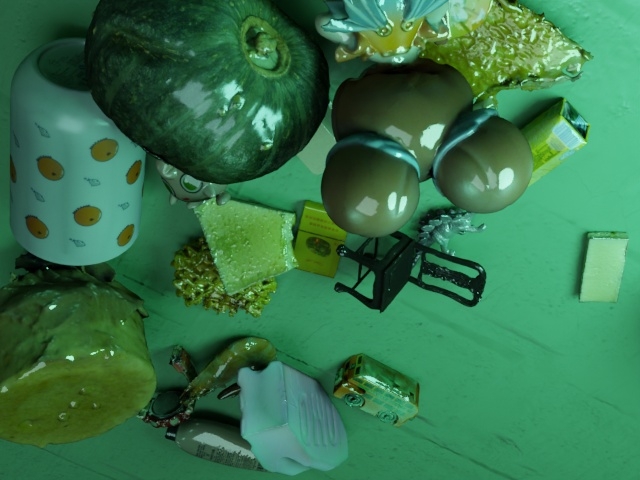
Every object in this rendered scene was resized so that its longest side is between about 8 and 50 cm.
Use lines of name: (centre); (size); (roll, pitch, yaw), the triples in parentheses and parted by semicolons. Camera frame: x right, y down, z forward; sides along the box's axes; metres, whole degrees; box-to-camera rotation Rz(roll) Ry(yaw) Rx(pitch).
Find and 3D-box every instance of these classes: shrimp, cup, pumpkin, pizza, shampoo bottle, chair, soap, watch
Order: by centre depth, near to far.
pumpkin: (-0.154, -0.236, 1.207); (0.257, 0.291, 0.327); (-26, 113, 41)
pizza: (0.224, -0.266, 1.237); (0.297, 0.071, 0.189); (-7, 111, 20)
cup: (-0.376, -0.143, 1.385); (0.212, 0.212, 0.317); (16, 132, -3)
chair: (0.150, 0.063, 1.488); (0.229, 0.113, 0.106); (25, 139, 23)
soap: (-0.050, 0.376, 1.803); (0.109, 0.192, 0.324); (-14, 155, 18)
shrimp: (-0.188, 0.278, 1.808); (0.236, 0.053, 0.133); (-39, 140, 11)
watch: (-0.347, 0.272, 1.851); (0.165, 0.102, 0.268); (-2, 123, 4)
shampoo bottle: (-0.224, 0.457, 1.989); (0.257, 0.078, 0.127); (15, 138, -5)

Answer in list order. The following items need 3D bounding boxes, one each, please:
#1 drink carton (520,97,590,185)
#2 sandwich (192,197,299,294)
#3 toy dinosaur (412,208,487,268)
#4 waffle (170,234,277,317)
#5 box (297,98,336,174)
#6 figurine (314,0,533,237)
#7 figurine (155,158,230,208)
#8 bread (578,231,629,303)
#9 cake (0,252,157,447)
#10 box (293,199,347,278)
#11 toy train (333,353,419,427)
drink carton: (0.311, -0.125, 1.344); (0.074, 0.084, 0.200); (41, 129, -11)
sandwich: (-0.121, -0.022, 1.522); (0.163, 0.058, 0.192); (-23, 93, 1)
toy dinosaur: (0.202, -0.009, 1.500); (0.082, 0.039, 0.209); (29, 133, -15)
waffle: (-0.179, 0.072, 1.634); (0.193, 0.070, 0.197); (-12, 128, 21)
box: (-0.006, -0.166, 1.386); (0.089, 0.062, 0.122); (-24, 124, 29)
figurine: (0.110, -0.222, 1.127); (0.277, 0.248, 0.387); (-11, 114, -5)
figurine: (-0.205, -0.117, 1.433); (0.125, 0.125, 0.138); (-14, 117, 23)
bread: (0.480, 0.047, 1.501); (0.068, 0.028, 0.153); (2, 131, 10)
cake: (-0.493, 0.179, 1.668); (0.333, 0.321, 0.332); (-15, 146, -11)
box: (0.000, 0.000, 1.564); (0.087, 0.023, 0.155); (13, 133, -3)
toy train: (0.120, 0.303, 1.784); (0.188, 0.072, 0.099); (28, 126, -13)
